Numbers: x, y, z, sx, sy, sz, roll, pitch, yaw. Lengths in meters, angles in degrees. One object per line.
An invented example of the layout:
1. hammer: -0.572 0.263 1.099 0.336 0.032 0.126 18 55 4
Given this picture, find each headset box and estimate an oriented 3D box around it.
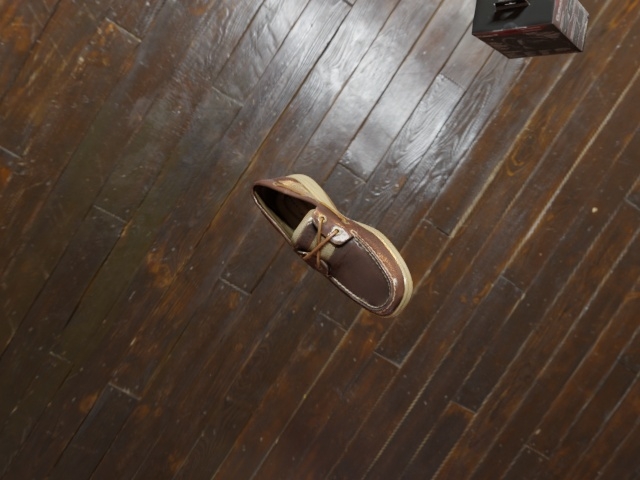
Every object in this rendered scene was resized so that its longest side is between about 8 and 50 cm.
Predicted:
1. headset box: 0.162 -0.170 0.366 0.083 0.062 0.032 0 99 -46

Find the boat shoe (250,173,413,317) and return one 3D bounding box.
1. boat shoe: 0.000 0.000 0.765 0.123 0.342 0.123 0 129 -47
